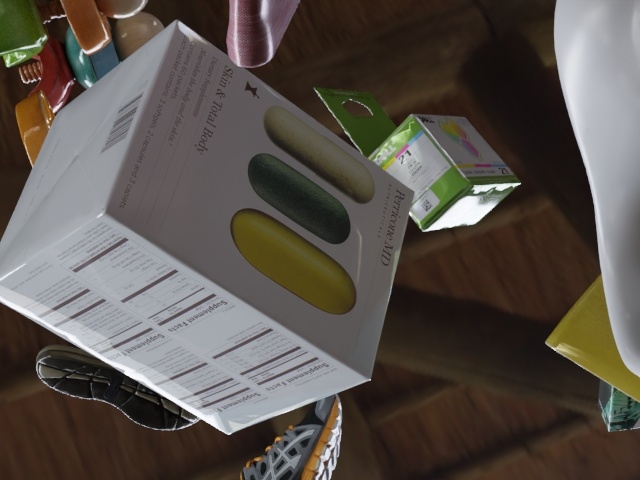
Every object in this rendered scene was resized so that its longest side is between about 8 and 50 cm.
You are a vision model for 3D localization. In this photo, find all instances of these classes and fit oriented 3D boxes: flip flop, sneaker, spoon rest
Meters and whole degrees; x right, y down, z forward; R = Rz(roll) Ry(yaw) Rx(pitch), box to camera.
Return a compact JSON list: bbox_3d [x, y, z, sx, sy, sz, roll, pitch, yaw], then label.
[{"bbox_3d":[-0.297,0.209,2.140,0.277,0.080,0.112,20,-52,-16],"label":"flip flop"},{"bbox_3d":[-0.039,0.244,1.466,0.084,0.083,0.215,84,-150,-54],"label":"sneaker"},{"bbox_3d":[0.201,-0.059,0.836,0.137,0.276,0.084,1,1,-15],"label":"spoon rest"}]

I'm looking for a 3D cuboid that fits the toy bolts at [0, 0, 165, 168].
[{"bbox_3d":[-0.223,-0.170,1.392,0.159,0.218,0.228,-18,3,-3],"label":"toy bolts"}]

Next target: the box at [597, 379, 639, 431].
[{"bbox_3d":[0.450,0.082,1.640,0.232,0.058,0.322,-9,-52,-4],"label":"box"}]

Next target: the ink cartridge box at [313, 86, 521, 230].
[{"bbox_3d":[0.133,-0.142,1.932,0.097,0.255,0.189,-44,-17,23],"label":"ink cartridge box"}]

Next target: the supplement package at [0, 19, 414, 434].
[{"bbox_3d":[-0.096,-0.002,1.170,0.263,0.199,0.198,34,-39,-26],"label":"supplement package"}]

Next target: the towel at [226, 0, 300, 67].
[{"bbox_3d":[-0.032,-0.302,0.852,0.037,0.237,0.329,4,-55,10],"label":"towel"}]

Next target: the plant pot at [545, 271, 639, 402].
[{"bbox_3d":[0.340,0.063,1.118,0.187,0.212,0.212,-60,-26,5],"label":"plant pot"}]
